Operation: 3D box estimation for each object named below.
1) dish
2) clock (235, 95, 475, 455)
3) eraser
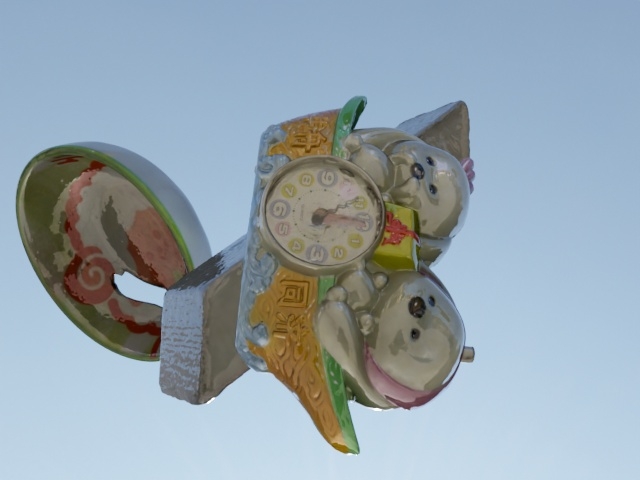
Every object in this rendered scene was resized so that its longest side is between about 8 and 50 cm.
[{"bbox_3d":[-0.260,0.000,1.109,0.324,0.124,0.324,17,-54,26],"label":"dish"},{"bbox_3d":[0.024,0.012,0.490,0.144,0.231,0.103,7,-20,-2],"label":"clock"},{"bbox_3d":[0.000,-0.001,0.688,0.077,0.352,0.111,59,-27,-13],"label":"eraser"}]
